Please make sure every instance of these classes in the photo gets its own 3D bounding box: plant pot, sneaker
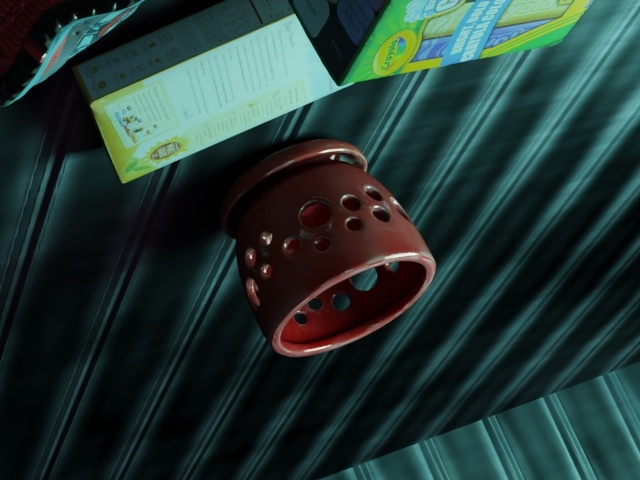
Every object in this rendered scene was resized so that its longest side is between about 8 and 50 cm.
[{"bbox_3d":[0.000,0.000,1.767,0.191,0.174,0.191,-23,159,-9],"label":"plant pot"},{"bbox_3d":[-0.169,-0.204,1.240,0.262,0.104,0.125,-31,-172,33],"label":"sneaker"}]

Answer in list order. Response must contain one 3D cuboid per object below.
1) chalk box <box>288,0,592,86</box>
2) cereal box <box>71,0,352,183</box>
[{"bbox_3d":[0.071,-0.246,1.288,0.289,0.180,0.179,-14,155,-32],"label":"chalk box"},{"bbox_3d":[-0.088,-0.147,1.508,0.240,0.047,0.173,-24,158,-7],"label":"cereal box"}]
